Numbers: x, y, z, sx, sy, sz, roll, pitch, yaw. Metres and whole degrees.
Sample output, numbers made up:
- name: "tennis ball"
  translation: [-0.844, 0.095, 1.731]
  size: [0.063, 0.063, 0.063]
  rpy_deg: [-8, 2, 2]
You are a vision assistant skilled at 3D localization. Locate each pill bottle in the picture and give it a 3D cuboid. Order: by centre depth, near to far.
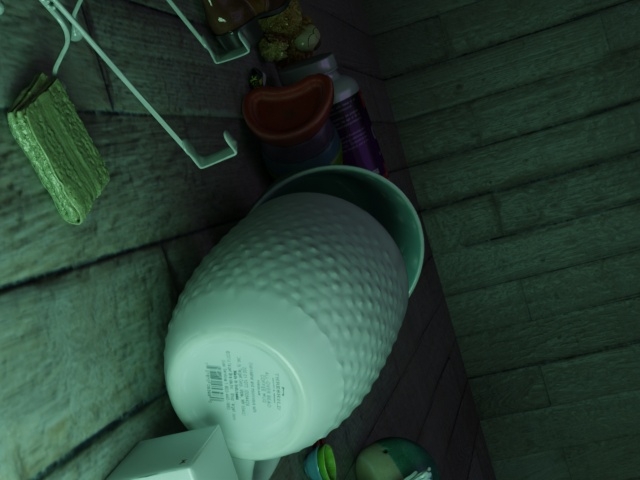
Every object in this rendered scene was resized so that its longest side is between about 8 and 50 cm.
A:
- name: "pill bottle"
  translation: [0.022, -0.226, 1.865]
  size: [0.181, 0.181, 0.323]
  rpy_deg: [-67, 140, -66]

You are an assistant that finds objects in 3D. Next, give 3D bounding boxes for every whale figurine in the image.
- name: "whale figurine"
  translation: [0.168, 0.503, 1.697]
  size: [0.216, 0.141, 0.272]
  rpy_deg: [37, -34, 60]

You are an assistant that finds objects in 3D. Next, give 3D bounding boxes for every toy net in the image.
- name: "toy net"
  translation: [-0.010, 0.302, 1.500]
  size: [0.122, 0.045, 0.232]
  rpy_deg: [31, 46, -68]

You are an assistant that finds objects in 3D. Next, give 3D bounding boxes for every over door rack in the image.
- name: "over door rack"
  translation: [-0.237, -0.249, 1.065]
  size: [0.324, 0.108, 0.239]
  rpy_deg: [38, 37, -34]

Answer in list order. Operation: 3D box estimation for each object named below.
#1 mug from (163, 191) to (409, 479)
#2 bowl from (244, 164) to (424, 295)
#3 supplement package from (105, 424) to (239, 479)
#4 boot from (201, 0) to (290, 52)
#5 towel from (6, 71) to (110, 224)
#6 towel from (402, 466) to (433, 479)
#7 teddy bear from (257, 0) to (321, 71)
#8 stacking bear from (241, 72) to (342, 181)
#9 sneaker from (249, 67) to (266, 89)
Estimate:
- name: "mug"
  translation: [-0.059, 0.160, 1.131]
  size: [0.328, 0.276, 0.374]
  rpy_deg: [-53, 156, -64]
- name: "bowl"
  translation: [0.000, 0.000, 1.438]
  size: [0.163, 0.311, 0.311]
  rpy_deg: [-116, -177, -64]
- name: "supplement package"
  translation: [-0.139, 0.305, 0.930]
  size: [0.105, 0.105, 0.179]
  rpy_deg: [-47, 121, -72]
- name: "boot"
  translation: [-0.175, -0.517, 1.595]
  size: [0.264, 0.096, 0.280]
  rpy_deg: [-58, 132, -37]
- name: "towel"
  translation: [-0.284, -0.101, 0.952]
  size: [0.110, 0.027, 0.148]
  rpy_deg: [-76, 147, -55]
- name: "towel"
  translation: [0.151, 0.558, 1.560]
  size: [0.034, 0.209, 0.285]
  rpy_deg: [35, -29, 58]
- name: "teddy bear"
  translation: [-0.091, -0.499, 1.867]
  size: [0.245, 0.113, 0.338]
  rpy_deg: [-82, 152, -51]
- name: "stacking bear"
  translation: [-0.026, -0.150, 1.694]
  size: [0.289, 0.175, 0.164]
  rpy_deg: [69, 12, -47]
- name: "sneaker"
  translation: [-0.126, -0.305, 1.718]
  size: [0.035, 0.031, 0.083]
  rpy_deg: [37, 34, -45]
